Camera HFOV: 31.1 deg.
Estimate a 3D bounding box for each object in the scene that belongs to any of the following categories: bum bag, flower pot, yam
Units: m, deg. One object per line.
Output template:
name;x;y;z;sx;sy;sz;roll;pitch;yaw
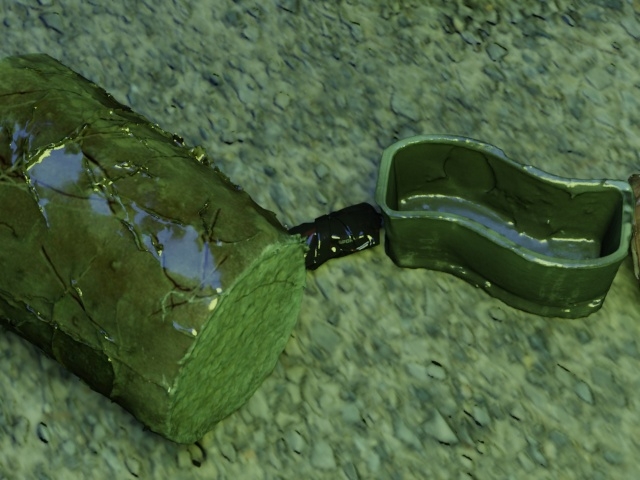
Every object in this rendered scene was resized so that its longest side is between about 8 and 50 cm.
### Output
bum bag;0.000;-0.001;1.086;0.124;0.034;0.058;-22;48;-9
flower pot;0.162;-0.012;1.042;0.229;0.108;0.103;17;63;13
yam;-0.195;0.004;0.985;0.348;0.241;0.241;33;67;13

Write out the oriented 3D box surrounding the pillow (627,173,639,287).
pillow;0.397;0.001;1.043;0.248;0.049;0.135;2;64;-9
